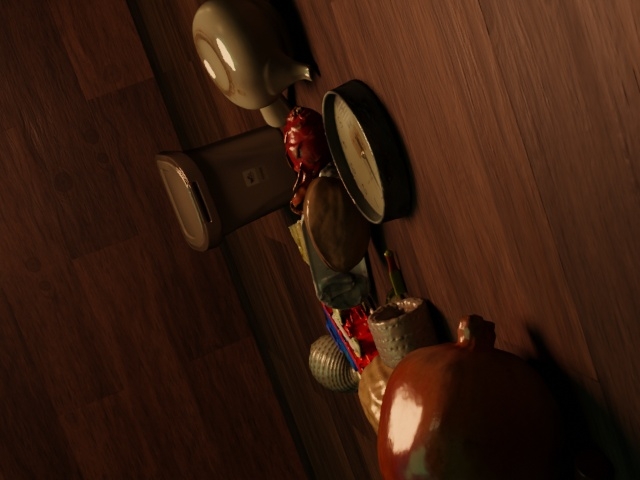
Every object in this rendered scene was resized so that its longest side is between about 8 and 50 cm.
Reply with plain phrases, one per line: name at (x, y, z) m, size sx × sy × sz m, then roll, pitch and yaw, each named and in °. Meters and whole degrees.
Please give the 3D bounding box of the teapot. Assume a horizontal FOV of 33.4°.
teapot at (-0.129, -0.318, 1.895) m, size 0.220 × 0.149 × 0.318 m, roll 59°, pitch 166°, yaw 3°

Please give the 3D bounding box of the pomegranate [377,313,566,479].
pomegranate at (0.187, 0.228, 1.347) m, size 0.252 × 0.229 × 0.270 m, roll 123°, pitch 148°, yaw -86°

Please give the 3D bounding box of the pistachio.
pistachio at (0.030, -0.028, 1.805) m, size 0.108 × 0.126 × 0.185 m, roll 9°, pitch 131°, yaw 39°

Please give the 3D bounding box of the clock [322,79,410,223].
clock at (0.067, -0.132, 1.625) m, size 0.226 × 0.049 × 0.226 m, roll 159°, pitch 90°, yaw -78°

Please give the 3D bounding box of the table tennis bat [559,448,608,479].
table tennis bat at (0.341, 0.373, 1.356) m, size 0.200 × 0.038 × 0.310 m, roll -125°, pitch 17°, yaw -45°

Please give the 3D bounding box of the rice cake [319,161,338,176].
rice cake at (-0.006, -0.122, 1.966) m, size 0.211 × 0.043 × 0.034 m, roll 161°, pitch 95°, yaw -78°

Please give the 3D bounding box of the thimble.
thimble at (0.135, 0.149, 1.700) m, size 0.115 × 0.102 × 0.090 m, roll -47°, pitch -62°, yaw -71°

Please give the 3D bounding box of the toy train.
toy train at (0.078, 0.184, 2.049) m, size 0.131 × 0.083 × 0.204 m, roll 82°, pitch 163°, yaw -48°

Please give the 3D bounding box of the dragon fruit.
dragon fruit at (-0.018, -0.138, 1.834) m, size 0.094 × 0.094 × 0.190 m, roll -138°, pitch 45°, yaw -63°

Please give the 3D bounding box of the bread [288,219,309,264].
bread at (0.001, 0.001, 2.006) m, size 0.156 × 0.103 × 0.110 m, roll 129°, pitch 124°, yaw -84°

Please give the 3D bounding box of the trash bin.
trash bin at (-0.189, -0.123, 2.257) m, size 0.219 × 0.250 × 0.219 m, roll -152°, pitch 41°, yaw -70°

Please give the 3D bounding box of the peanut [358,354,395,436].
peanut at (0.169, 0.311, 1.758) m, size 0.325 × 0.140 × 0.153 m, roll 52°, pitch 179°, yaw 39°

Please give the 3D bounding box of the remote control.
remote control at (0.029, 0.023, 1.938) m, size 0.052 × 0.104 × 0.247 m, roll -95°, pitch -5°, yaw -55°

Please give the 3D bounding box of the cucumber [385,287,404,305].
cucumber at (0.133, 0.135, 1.842) m, size 0.067 × 0.035 × 0.107 m, roll 57°, pitch 166°, yaw 35°

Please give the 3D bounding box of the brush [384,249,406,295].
brush at (0.122, 0.051, 1.774) m, size 0.021 × 0.019 × 0.083 m, roll -117°, pitch 7°, yaw -68°

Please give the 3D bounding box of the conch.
conch at (0.033, 0.286, 2.391) m, size 0.153 × 0.102 × 0.135 m, roll 60°, pitch 180°, yaw 31°
